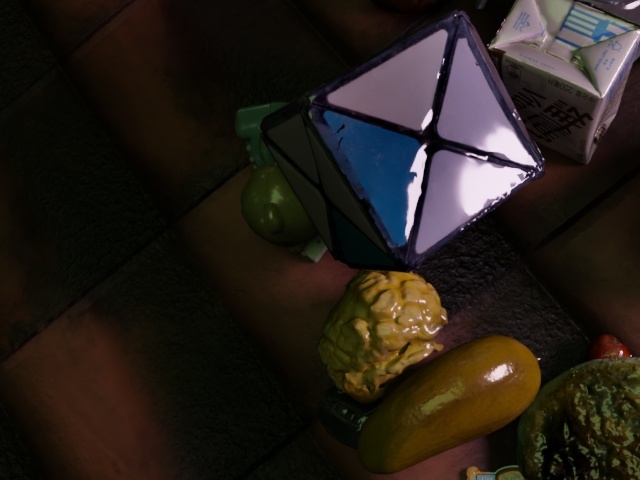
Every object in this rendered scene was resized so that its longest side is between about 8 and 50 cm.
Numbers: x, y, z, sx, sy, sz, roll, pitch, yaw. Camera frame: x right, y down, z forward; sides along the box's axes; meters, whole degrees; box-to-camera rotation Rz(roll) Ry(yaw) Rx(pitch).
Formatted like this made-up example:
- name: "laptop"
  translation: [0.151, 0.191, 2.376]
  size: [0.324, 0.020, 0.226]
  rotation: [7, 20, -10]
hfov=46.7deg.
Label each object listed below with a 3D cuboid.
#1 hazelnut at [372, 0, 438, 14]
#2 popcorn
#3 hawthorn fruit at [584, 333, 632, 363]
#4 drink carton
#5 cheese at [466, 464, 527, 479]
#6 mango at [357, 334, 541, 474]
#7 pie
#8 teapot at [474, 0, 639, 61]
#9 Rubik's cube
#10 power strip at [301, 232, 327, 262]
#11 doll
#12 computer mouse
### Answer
- name: "hazelnut"
  translation: [0.157, -0.539, 1.445]
  size: [0.208, 0.208, 0.208]
  rotation: [-3, 77, 14]
- name: "popcorn"
  translation: [0.102, 0.155, 1.267]
  size: [0.190, 0.250, 0.250]
  rotation: [35, 88, -6]
- name: "hawthorn fruit"
  translation: [0.477, 0.195, 1.237]
  size: [0.077, 0.077, 0.077]
  rotation: [-3, 77, 14]
- name: "drink carton"
  translation: [0.393, -0.262, 1.229]
  size: [0.194, 0.324, 0.132]
  rotation: [31, 87, 19]
- name: "cheese"
  translation: [0.305, 0.406, 1.262]
  size: [0.111, 0.017, 0.047]
  rotation: [-3, 74, 15]
- name: "mango"
  translation: [0.210, 0.264, 1.206]
  size: [0.332, 0.195, 0.142]
  rotation: [-25, 56, -13]
- name: "pie"
  translation: [0.455, 0.340, 1.166]
  size: [0.323, 0.071, 0.323]
  rotation: [-5, 80, 30]
- name: "teapot"
  translation: [0.448, -0.455, 1.260]
  size: [0.305, 0.285, 0.223]
  rotation: [26, 73, 12]
- name: "Rubik's cube"
  translation: [0.122, -0.142, 1.198]
  size: [0.307, 0.305, 0.310]
  rotation: [-34, 101, -18]
- name: "power strip"
  translation: [0.000, 0.000, 1.435]
  size: [0.040, 0.016, 0.090]
  rotation: [36, 89, 22]
- name: "doll"
  translation: [-0.069, -0.114, 1.394]
  size: [0.162, 0.177, 0.260]
  rotation: [-5, 69, 14]
- name: "computer mouse"
  translation: [0.083, 0.324, 1.315]
  size: [0.192, 0.062, 0.105]
  rotation: [25, 86, 17]
